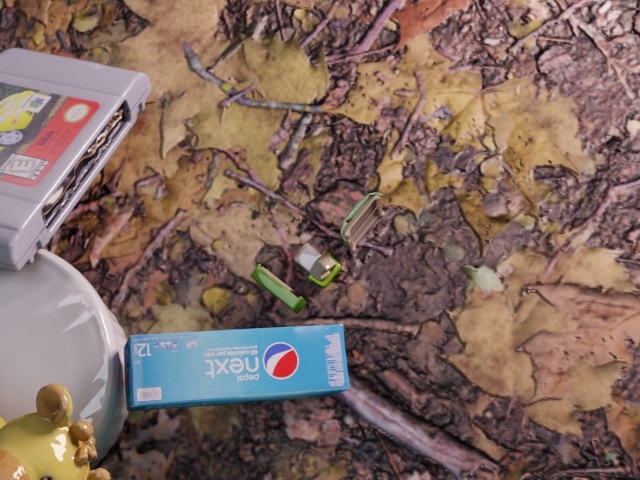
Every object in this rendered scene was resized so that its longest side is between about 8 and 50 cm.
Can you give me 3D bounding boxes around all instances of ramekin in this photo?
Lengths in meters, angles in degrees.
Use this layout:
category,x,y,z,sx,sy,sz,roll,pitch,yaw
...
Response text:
category,x,y,z,sx,sy,sz,roll,pitch,yaw
ramekin,-0.318,0.143,0.888,0.272,0.127,0.273,-2,77,8

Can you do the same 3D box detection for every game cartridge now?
category,x,y,z,sx,sy,sz,roll,pitch,yaw
game cartridge,-0.329,-0.099,0.917,0.195,0.060,0.294,10,48,15

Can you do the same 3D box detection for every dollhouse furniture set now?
category,x,y,z,sx,sy,sz,roll,pitch,yaw
dollhouse furniture set,0.000,0.000,0.904,0.058,0.076,0.152,38,85,14

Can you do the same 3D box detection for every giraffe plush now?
category,x,y,z,sx,sy,sz,roll,pitch,yaw
giraffe plush,-0.264,0.197,0.704,0.170,0.181,0.210,-2,46,24

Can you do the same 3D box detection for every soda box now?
category,x,y,z,sx,sy,sz,roll,pitch,yaw
soda box,-0.082,0.124,0.848,0.210,0.071,0.067,-1,75,-17
